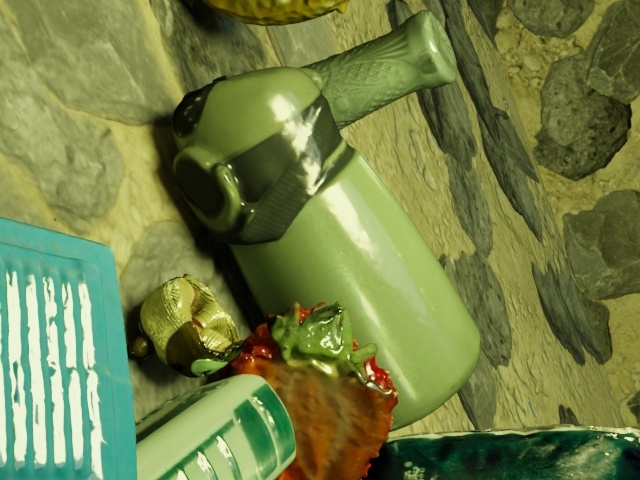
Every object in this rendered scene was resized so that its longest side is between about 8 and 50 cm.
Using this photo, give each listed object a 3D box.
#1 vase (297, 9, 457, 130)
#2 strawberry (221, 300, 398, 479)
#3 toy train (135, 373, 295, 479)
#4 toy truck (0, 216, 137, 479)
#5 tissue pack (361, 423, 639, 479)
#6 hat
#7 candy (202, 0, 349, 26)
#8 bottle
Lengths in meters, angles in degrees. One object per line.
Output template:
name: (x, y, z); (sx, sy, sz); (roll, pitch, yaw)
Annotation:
vase: (0.025, -0.152, 0.984); (0.096, 0.219, 0.096); (46, 32, -41)
strawberry: (-0.007, 0.125, 0.805); (0.192, 0.140, 0.085); (52, 20, -26)
toy train: (-0.130, 0.178, 0.546); (0.407, 0.088, 0.086); (-28, 98, -66)
toy truck: (-0.239, 0.044, 0.292); (0.385, 0.162, 0.161); (18, 56, -50)
tissue pack: (0.147, 0.367, 0.734); (0.416, 0.264, 0.253); (-77, 157, -53)
hat: (-0.103, 0.069, 0.734); (0.076, 0.059, 0.077); (55, 17, 7)
candy: (-0.044, -0.333, 0.940); (0.118, 0.260, 0.259); (-33, 101, -61)
bottle: (-0.002, 0.001, 0.886); (0.347, 0.168, 0.168); (58, 26, -16)
